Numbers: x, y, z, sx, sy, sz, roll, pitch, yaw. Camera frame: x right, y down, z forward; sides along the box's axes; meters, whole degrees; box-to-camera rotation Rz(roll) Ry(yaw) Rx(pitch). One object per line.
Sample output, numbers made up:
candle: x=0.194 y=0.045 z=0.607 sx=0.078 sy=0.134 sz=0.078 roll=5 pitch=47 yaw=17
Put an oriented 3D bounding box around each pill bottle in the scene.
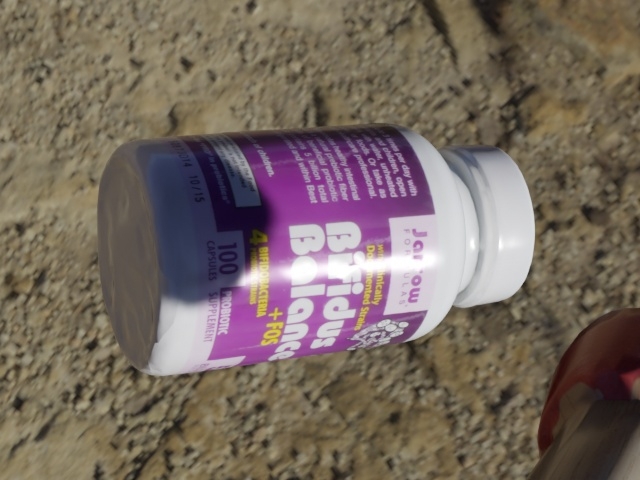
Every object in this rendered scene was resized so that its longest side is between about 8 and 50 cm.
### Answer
pill bottle: x=0.000 y=0.000 z=1.001 sx=0.301 sy=0.169 sz=0.169 roll=-6 pitch=68 yaw=-24

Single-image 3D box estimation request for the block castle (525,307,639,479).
block castle: x=0.183 y=0.270 z=0.520 sx=0.453 sy=0.303 sz=0.213 roll=45 pitch=30 yaw=7
